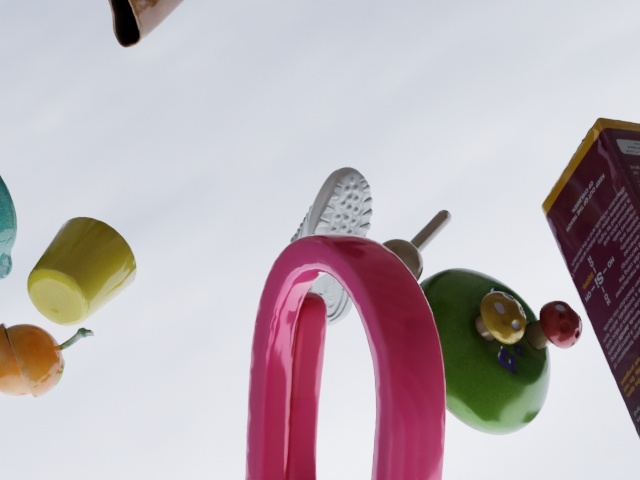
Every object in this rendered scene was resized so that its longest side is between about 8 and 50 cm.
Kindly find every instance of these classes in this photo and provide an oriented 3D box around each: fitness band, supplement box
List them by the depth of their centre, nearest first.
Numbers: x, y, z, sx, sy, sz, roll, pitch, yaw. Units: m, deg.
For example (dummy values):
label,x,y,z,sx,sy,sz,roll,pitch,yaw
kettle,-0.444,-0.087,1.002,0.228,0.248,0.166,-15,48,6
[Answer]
label,x,y,z,sx,sy,sz,roll,pitch,yaw
supplement box,0.213,0.026,0.882,0.104,0.081,0.188,6,-135,-23
fitness band,0.012,0.137,1.063,0.054,0.291,0.209,-4,-163,-25

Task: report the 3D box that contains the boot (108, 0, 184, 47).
label,x,y,z,sx,sy,sz,roll,pitch,yaw
boot,-0.176,-0.384,1.698,0.096,0.264,0.280,10,-146,35

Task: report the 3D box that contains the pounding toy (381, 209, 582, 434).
label,x,y,z,sx,sy,sz,roll,pitch,yaw
pounding toy,0.176,0.071,1.554,0.110,0.237,0.183,-35,177,40

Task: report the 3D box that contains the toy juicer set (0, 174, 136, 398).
label,x,y,z,sx,sy,sz,roll,pitch,yaw
toy juicer set,-0.309,-0.004,1.200,0.089,0.329,0.209,-53,175,-49

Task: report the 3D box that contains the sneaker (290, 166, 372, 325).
label,x,y,z,sx,sy,sz,roll,pitch,yaw
sneaker,0.000,0.000,2.002,0.090,0.235,0.095,-6,-144,-31
